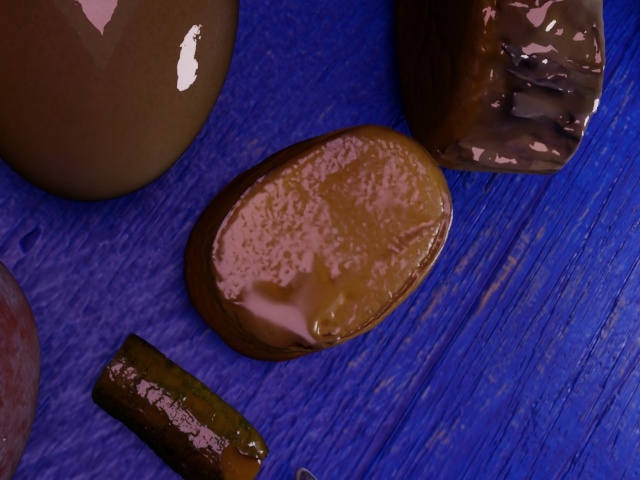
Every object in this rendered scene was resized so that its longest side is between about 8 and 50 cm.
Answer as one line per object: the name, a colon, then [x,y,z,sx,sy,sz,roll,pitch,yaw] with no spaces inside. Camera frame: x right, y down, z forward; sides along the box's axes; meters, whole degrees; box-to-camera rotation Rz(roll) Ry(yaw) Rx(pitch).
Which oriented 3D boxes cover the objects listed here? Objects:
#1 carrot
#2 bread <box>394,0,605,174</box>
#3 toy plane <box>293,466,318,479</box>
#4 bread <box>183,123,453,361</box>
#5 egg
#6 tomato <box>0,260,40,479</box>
carrot: [-0.129,0.167,0.816,0.173,0.082,0.082,39,72,0]
bread: [0.171,-0.252,0.891,0.183,0.236,0.389,4,75,-3]
toy plane: [0.010,0.296,0.841,0.162,0.065,0.171,-22,86,-18]
bread: [0.000,0.000,0.848,0.269,0.142,0.195,-36,95,-17]
egg: [-0.196,-0.194,0.766,0.250,0.250,0.323,1,87,-17]
tomato: [-0.364,0.101,0.634,0.316,0.317,0.283,6,109,-16]
